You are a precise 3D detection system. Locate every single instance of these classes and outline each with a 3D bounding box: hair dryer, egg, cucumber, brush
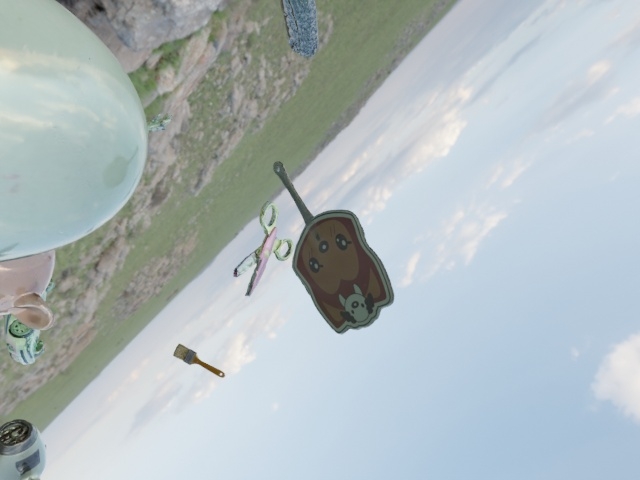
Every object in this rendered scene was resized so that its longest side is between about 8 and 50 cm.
[{"bbox_3d":[-0.444,0.435,0.707,0.092,0.267,0.229,-21,155,-53],"label":"hair dryer"},{"bbox_3d":[-0.314,-0.101,0.311,0.230,0.370,0.230,-30,-126,55],"label":"egg"},{"bbox_3d":[-0.044,-0.490,0.980,0.077,0.077,0.265,-46,176,-3],"label":"cucumber"},{"bbox_3d":[-0.356,0.361,1.338,0.043,0.169,0.014,-62,177,0],"label":"brush"}]

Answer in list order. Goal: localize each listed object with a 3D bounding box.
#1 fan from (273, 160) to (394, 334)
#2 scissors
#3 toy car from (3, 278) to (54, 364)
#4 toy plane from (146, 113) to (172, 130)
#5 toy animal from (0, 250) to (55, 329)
[{"bbox_3d":[0.000,0.000,0.514,0.009,0.220,0.132,-17,161,-43],"label":"fan"},{"bbox_3d":[-0.109,0.022,0.869,0.019,0.134,0.187,-2,-142,29],"label":"scissors"},{"bbox_3d":[-0.538,0.111,0.817,0.090,0.076,0.224,114,-31,-48],"label":"toy car"},{"bbox_3d":[-0.409,-0.290,1.131,0.083,0.033,0.080,-27,-177,-16],"label":"toy plane"},{"bbox_3d":[-0.416,-0.015,0.543,0.153,0.250,0.167,-13,-141,-4],"label":"toy animal"}]
